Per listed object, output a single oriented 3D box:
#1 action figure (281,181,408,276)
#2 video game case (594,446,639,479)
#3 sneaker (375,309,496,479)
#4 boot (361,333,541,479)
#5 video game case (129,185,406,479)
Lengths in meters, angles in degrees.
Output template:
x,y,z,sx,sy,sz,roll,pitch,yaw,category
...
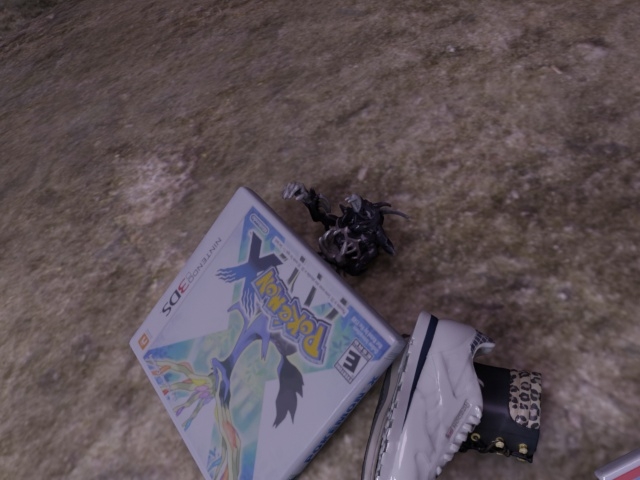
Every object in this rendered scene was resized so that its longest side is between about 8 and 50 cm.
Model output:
x,y,z,sx,sy,sz,roll,pitch,yaw,category
0.000,0.000,0.755,0.275,0.141,0.164,-35,46,-9,action figure
0.399,0.282,0.412,0.204,0.025,0.285,-29,75,4,video game case
0.115,0.185,0.517,0.094,0.090,0.235,19,62,8,sneaker
0.149,0.232,0.574,0.178,0.085,0.237,9,58,18,boot
-0.097,0.133,0.658,0.329,0.036,0.300,43,101,34,video game case
